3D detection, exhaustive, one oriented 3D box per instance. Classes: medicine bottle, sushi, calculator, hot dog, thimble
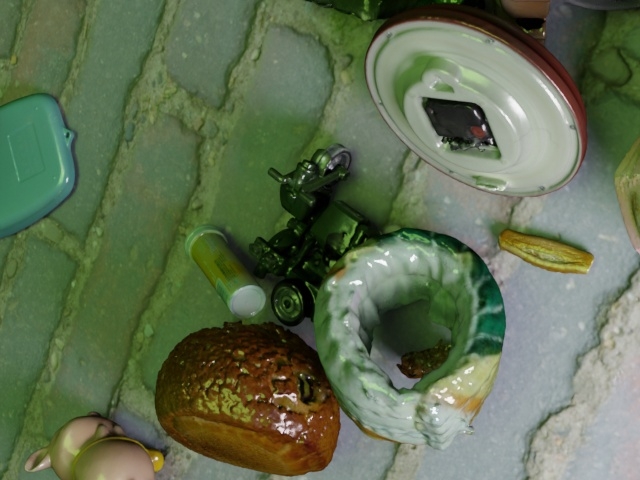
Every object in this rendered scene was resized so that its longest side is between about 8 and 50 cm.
[{"bbox_3d":[-0.156,0.050,1.364,0.218,0.073,0.074,45,115,53],"label":"medicine bottle"},{"bbox_3d":[0.171,0.181,1.238,0.118,0.060,0.062,-27,74,26],"label":"sushi"},{"bbox_3d":[-0.644,-0.147,1.718,0.386,0.054,0.256,-21,80,26],"label":"calculator"},{"bbox_3d":[0.312,0.019,1.169,0.137,0.028,0.044,17,74,27],"label":"hot dog"},{"bbox_3d":[0.124,0.133,1.139,0.254,0.167,0.288,-12,58,3],"label":"thimble"}]

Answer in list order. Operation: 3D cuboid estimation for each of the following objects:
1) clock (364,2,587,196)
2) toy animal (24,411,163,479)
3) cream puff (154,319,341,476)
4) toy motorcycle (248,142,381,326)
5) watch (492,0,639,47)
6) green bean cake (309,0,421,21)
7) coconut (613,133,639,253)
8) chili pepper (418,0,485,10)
[{"bbox_3d":[0.193,-0.168,1.093,0.318,0.318,0.080,25,67,28],"label":"clock"},{"bbox_3d":[-0.388,0.402,1.512,0.248,0.165,0.149,10,68,40],"label":"toy animal"},{"bbox_3d":[-0.107,0.234,1.297,0.303,0.303,0.212,-1,58,31],"label":"cream puff"},{"bbox_3d":[0.000,0.000,1.298,0.205,0.127,0.275,38,112,27],"label":"toy motorcycle"},{"bbox_3d":[0.358,-0.399,0.995,0.326,0.335,0.314,-7,72,12],"label":"watch"},{"bbox_3d":[0.051,-0.458,1.212,0.255,0.132,0.241,28,122,39],"label":"green bean cake"},{"bbox_3d":[0.467,-0.064,0.965,0.233,0.245,0.233,0,92,-11],"label":"coconut"},{"bbox_3d":[0.179,-0.327,1.124,0.083,0.253,0.099,38,92,5],"label":"chili pepper"}]
